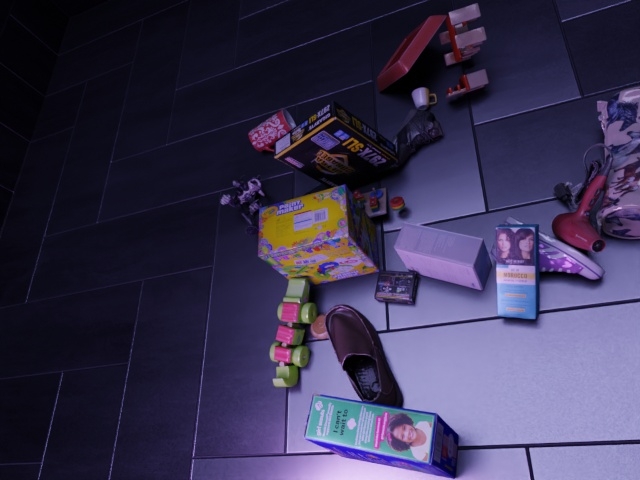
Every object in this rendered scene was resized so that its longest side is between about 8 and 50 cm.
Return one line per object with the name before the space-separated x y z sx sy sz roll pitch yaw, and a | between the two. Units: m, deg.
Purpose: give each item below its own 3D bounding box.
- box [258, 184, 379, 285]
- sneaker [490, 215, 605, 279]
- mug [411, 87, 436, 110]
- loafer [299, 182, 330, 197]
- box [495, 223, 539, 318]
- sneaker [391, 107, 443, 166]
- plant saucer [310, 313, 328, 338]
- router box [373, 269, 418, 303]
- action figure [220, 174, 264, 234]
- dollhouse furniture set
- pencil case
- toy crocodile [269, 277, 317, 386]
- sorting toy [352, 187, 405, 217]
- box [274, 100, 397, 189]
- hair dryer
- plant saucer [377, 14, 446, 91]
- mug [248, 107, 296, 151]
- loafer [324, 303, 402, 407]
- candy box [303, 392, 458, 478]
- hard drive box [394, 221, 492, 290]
box | 0.000 0.000 1.612 0.290 0.279 0.176 -13 60 20
sneaker | 0.604 0.065 1.404 0.282 0.102 0.160 32 102 30
mug | 0.365 -0.498 1.820 0.078 0.062 0.064 -15 67 27
loafer | -0.044 -0.130 1.823 0.223 0.078 0.076 -46 55 -1
box | 0.522 0.080 1.364 0.101 0.060 0.244 1 100 31
sneaker | 0.326 -0.346 1.743 0.130 0.087 0.227 18 69 39
plant saucer | 0.003 0.270 1.633 0.084 0.015 0.083 -11 61 22
router box | 0.231 0.142 1.570 0.123 0.038 0.092 2 66 28
action figure | -0.273 -0.158 1.918 0.164 0.141 0.275 -37 58 7
dollhouse furniture set | 0.461 -0.625 1.727 0.135 0.262 0.258 -15 96 8
pencil case | 0.833 -0.206 1.373 0.184 0.160 0.409 -2 63 39
toy crocodile | -0.092 0.283 1.601 0.115 0.105 0.340 5 80 28
sorting toy | 0.143 -0.127 1.720 0.275 0.046 0.132 -15 37 20
box | 0.054 -0.288 1.668 0.257 0.322 0.079 -28 54 34
hair dryer | 0.680 -0.090 1.345 0.080 0.223 0.293 7 59 -4
plant saucer | 0.309 -0.675 1.846 0.258 0.048 0.259 -55 13 -7
mug | -0.187 -0.417 2.025 0.169 0.113 0.150 -26 55 17
loafer | 0.113 0.322 1.480 0.134 0.130 0.365 -37 55 6
candy box | 0.158 0.491 1.287 0.318 0.268 0.122 -1 61 26
hard drive box | 0.352 0.046 1.473 0.232 0.181 0.089 15 72 31
